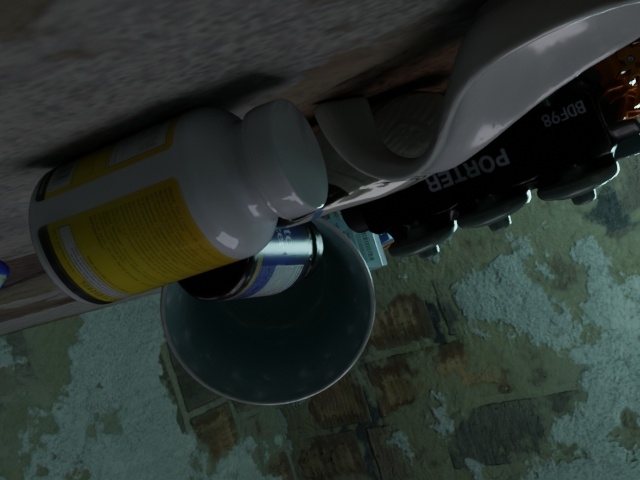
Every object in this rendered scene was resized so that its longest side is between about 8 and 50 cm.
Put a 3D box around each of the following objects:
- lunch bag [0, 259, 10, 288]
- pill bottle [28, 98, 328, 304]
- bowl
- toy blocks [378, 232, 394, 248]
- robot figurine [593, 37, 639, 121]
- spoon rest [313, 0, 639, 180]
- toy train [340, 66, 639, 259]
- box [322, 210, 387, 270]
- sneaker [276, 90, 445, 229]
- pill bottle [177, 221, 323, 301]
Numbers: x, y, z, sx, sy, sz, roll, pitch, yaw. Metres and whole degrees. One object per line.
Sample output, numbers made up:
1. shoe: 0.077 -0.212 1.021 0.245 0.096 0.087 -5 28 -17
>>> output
1. lunch bag: -0.363 0.056 0.776 0.151 0.096 0.129 -32 177 -9
2. pill bottle: -0.093 -0.027 0.572 0.184 0.103 0.103 -18 178 22
3. bowl: -0.080 0.076 1.314 0.312 0.311 0.163 -18 -163 1
4. toy blocks: 0.058 -0.004 1.753 0.261 0.190 0.381 -31 174 31
5. robot figurine: 0.356 -0.176 0.639 0.291 0.085 0.211 -18 179 14
6. spoon rest: 0.106 -0.101 0.578 0.137 0.084 0.276 -16 178 -37
7. toy train: 0.178 -0.091 0.885 0.334 0.142 0.190 -21 -172 36
8. box: 0.000 0.000 1.417 0.186 0.145 0.038 -19 177 17
9. sneaker: 0.013 -0.064 0.746 0.237 0.085 0.086 -17 173 9
10. pill bottle: -0.085 0.011 1.087 0.123 0.122 0.219 -19 172 25
